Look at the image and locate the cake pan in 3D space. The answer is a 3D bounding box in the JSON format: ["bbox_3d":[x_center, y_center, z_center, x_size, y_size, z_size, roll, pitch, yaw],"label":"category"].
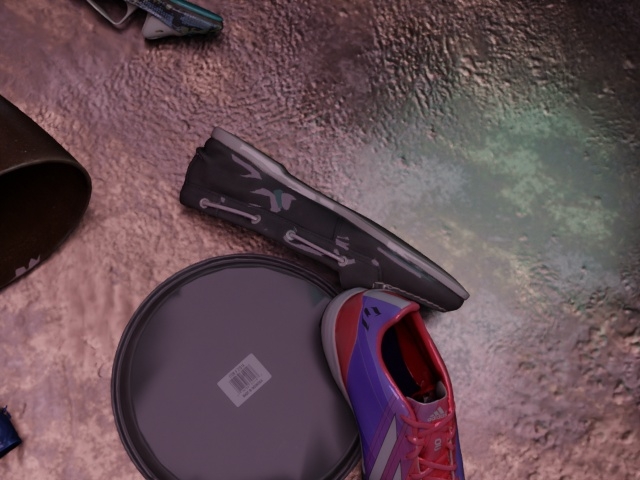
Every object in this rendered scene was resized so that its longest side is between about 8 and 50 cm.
[{"bbox_3d":[-0.078,0.154,1.308,0.293,0.054,0.293,1,79,-6],"label":"cake pan"}]

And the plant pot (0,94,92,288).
[{"bbox_3d":[-0.389,-0.089,1.259,0.215,0.215,0.230,-35,71,-11],"label":"plant pot"}]

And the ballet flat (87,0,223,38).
[{"bbox_3d":[-0.202,-0.264,1.378,0.188,0.070,0.070,28,77,1],"label":"ballet flat"}]

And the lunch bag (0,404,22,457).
[{"bbox_3d":[-0.360,0.205,1.260,0.098,0.067,0.065,-38,86,-13],"label":"lunch bag"}]

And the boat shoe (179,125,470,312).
[{"bbox_3d":[0.000,0.000,1.327,0.335,0.112,0.095,33,95,6],"label":"boat shoe"}]

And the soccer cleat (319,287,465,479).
[{"bbox_3d":[0.098,0.199,1.251,0.109,0.116,0.318,-26,102,-30],"label":"soccer cleat"}]
